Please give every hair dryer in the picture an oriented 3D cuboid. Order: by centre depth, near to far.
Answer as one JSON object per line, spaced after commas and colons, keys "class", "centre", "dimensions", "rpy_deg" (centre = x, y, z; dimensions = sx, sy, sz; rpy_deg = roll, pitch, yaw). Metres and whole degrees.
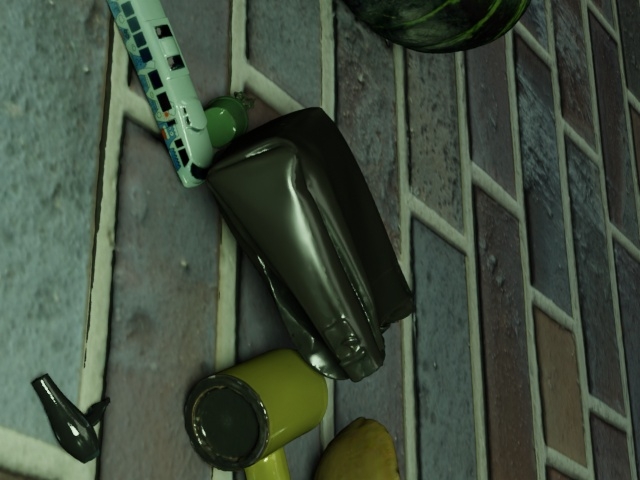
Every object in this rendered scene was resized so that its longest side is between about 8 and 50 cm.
{"class": "hair dryer", "centre": [-0.199, 0.136, 1.113], "dimensions": [0.079, 0.031, 0.083], "rpy_deg": [60, 17, -6]}
{"class": "hair dryer", "centre": [-0.038, 0.247, 1.277], "dimensions": [0.135, 0.090, 0.279], "rpy_deg": [-17, 97, -63]}

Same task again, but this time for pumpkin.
{"class": "pumpkin", "centre": [0.139, -0.391, 1.718], "dimensions": [0.323, 0.241, 0.323], "rpy_deg": [37, 43, -46]}

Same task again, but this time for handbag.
{"class": "handbag", "centre": [0.000, 0.000, 1.337], "dimensions": [0.257, 0.113, 0.285], "rpy_deg": [59, 12, -6]}

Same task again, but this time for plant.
{"class": "plant", "centre": [-0.095, -0.126, 1.389], "dimensions": [0.102, 0.051, 0.051], "rpy_deg": [-57, 126, -70]}

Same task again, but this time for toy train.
{"class": "toy train", "centre": [-0.149, -0.152, 1.309], "dimensions": [0.043, 0.047, 0.208], "rpy_deg": [-28, 99, -59]}

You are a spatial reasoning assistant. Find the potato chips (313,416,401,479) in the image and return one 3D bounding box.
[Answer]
{"class": "potato chips", "centre": [0.028, 0.277, 1.318], "dimensions": [0.061, 0.195, 0.208], "rpy_deg": [6, 90, -18]}
